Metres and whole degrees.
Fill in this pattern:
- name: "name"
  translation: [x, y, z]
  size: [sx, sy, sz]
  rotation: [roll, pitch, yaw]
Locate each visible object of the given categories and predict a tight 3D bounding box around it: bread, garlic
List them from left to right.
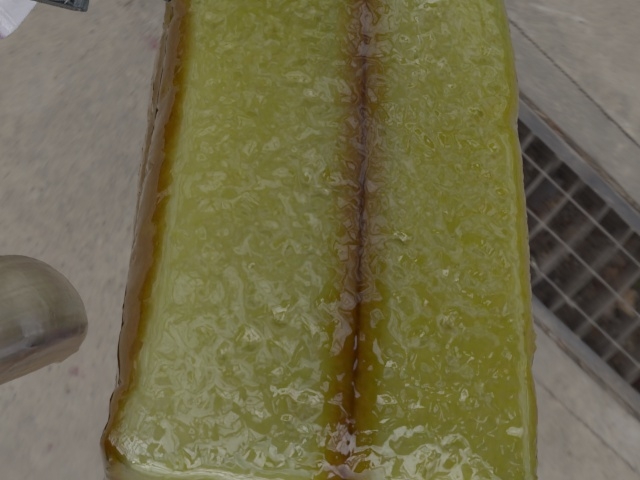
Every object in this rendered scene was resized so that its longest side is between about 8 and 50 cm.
- name: "garlic"
  translation: [-0.266, 0.085, 1.146]
  size: [0.090, 0.198, 0.128]
  rotation: [43, 140, 18]
- name: "bread"
  translation: [0.000, 0.000, 0.918]
  size: [0.233, 0.245, 0.361]
  rotation: [7, 71, -6]

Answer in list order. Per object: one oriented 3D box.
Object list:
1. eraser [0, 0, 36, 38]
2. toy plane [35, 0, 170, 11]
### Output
- name: "eraser"
  translation: [-0.185, -0.139, 0.810]
  size: [0.026, 0.105, 0.065]
  rotation: [49, 65, -35]
- name: "toy plane"
  translation: [-0.079, -0.084, 0.472]
  size: [0.084, 0.078, 0.024]
  rotation: [-1, 93, -24]
